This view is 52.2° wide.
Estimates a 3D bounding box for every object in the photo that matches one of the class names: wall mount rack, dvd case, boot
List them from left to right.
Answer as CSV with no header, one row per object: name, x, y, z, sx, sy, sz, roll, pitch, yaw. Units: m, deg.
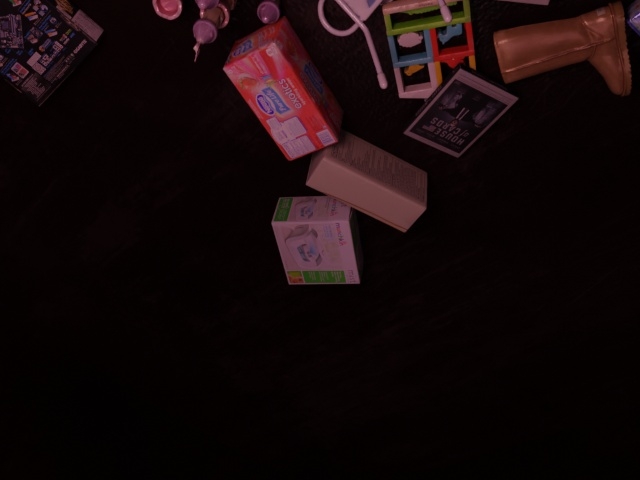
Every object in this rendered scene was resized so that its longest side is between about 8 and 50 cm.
wall mount rack,0.119,-0.513,1.364,0.304,0.130,0.350,46,134,-3
dvd case,0.344,-0.317,1.625,0.179,0.030,0.239,20,139,-21
boot,0.555,-0.410,1.496,0.269,0.089,0.236,-11,124,22

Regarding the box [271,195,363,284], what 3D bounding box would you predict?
box,0.000,0.000,1.960,0.231,0.127,0.262,0,133,13

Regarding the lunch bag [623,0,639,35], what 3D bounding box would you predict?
lunch bag,0.746,-0.473,1.386,0.151,0.096,0.129,38,129,-12

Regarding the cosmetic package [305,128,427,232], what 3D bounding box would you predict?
cosmetic package,0.129,-0.166,1.750,0.309,0.160,0.113,25,133,-13

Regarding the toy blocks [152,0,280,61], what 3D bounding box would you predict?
toy blocks,-0.197,-0.555,1.354,0.309,0.260,0.288,14,134,-3

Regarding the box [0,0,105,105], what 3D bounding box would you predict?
box,-0.738,-0.520,1.614,0.295,0.073,0.293,-30,122,33

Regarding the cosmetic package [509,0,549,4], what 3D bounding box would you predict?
cosmetic package,0.360,-0.565,1.343,0.238,0.127,0.107,4,135,4

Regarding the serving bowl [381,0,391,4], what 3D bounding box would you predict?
serving bowl,0.133,-0.567,1.447,0.083,0.027,0.083,5,134,5

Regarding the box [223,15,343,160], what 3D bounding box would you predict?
box,-0.083,-0.365,1.602,0.154,0.142,0.300,-19,128,26

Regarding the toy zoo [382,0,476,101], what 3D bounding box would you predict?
toy zoo,0.264,-0.437,1.535,0.192,0.030,0.293,-6,139,14
